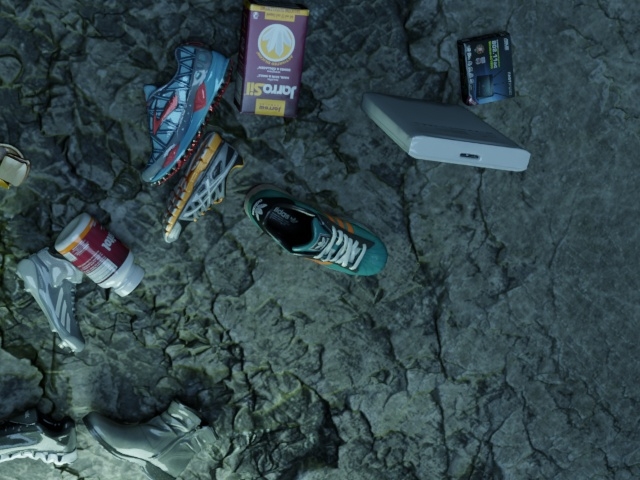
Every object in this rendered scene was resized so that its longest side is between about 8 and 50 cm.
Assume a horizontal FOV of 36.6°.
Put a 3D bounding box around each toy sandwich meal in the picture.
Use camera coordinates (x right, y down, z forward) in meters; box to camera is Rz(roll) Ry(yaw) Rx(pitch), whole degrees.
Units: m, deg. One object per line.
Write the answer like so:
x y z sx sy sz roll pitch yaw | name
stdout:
-0.544 -0.126 1.663 0.086 0.029 0.085 -4 111 -11 | toy sandwich meal

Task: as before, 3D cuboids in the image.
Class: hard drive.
0.204 -0.190 1.655 0.203 0.307 0.040 6 109 -15 | hard drive

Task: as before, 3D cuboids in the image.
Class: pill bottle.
-0.390 0.028 1.726 0.086 0.086 0.152 -43 114 5 | pill bottle

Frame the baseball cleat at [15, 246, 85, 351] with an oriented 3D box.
-0.460 0.107 1.749 0.109 0.072 0.206 -31 118 -7 | baseball cleat

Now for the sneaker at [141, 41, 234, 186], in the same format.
-0.256 -0.221 1.671 0.125 0.104 0.262 29 98 -3 | sneaker

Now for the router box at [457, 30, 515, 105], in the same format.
0.305 -0.315 1.778 0.092 0.038 0.122 -13 113 -9 | router box

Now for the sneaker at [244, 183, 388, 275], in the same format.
0.000 0.000 1.784 0.302 0.121 0.108 24 104 -20 | sneaker

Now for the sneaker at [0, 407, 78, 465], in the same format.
-0.569 0.360 1.819 0.234 0.078 0.106 7 106 -19 | sneaker

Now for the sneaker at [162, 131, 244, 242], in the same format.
-0.214 -0.084 1.727 0.083 0.084 0.215 27 101 -26 | sneaker

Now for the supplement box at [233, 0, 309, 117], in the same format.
-0.086 -0.314 1.667 0.104 0.081 0.188 2 110 -14 | supplement box

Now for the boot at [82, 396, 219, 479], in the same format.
-0.326 0.360 1.880 0.161 0.083 0.246 -48 118 0 | boot
